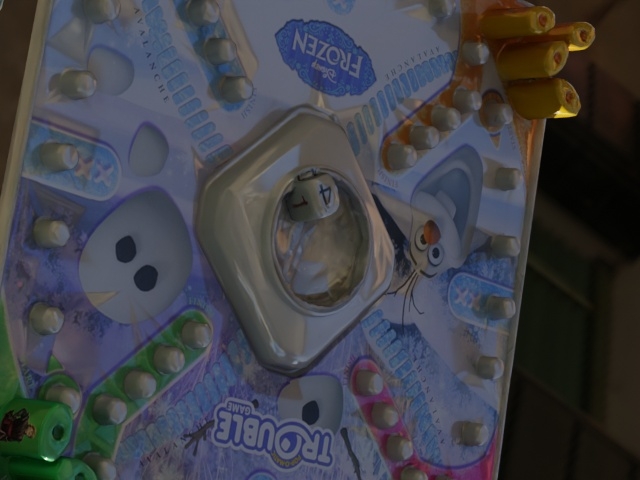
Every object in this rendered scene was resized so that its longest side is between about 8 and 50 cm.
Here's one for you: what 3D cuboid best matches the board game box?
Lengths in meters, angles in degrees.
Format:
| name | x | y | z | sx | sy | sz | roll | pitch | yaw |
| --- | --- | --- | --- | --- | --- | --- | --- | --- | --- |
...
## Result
| name | x | y | z | sx | sy | sz | roll | pitch | yaw |
| --- | --- | --- | --- | --- | --- | --- | --- | --- | --- |
| board game box | 0.000 | 0.000 | 1.039 | 0.050 | 0.390 | 0.390 | -2 | -105 | 44 |

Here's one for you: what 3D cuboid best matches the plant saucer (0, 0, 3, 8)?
| name | x | y | z | sx | sy | sz | roll | pitch | yaw |
| --- | --- | --- | --- | --- | --- | --- | --- | --- | --- |
| plant saucer | -0.151 | -0.116 | 0.554 | 0.195 | 0.195 | 0.037 | -44 | 167 | 30 |
